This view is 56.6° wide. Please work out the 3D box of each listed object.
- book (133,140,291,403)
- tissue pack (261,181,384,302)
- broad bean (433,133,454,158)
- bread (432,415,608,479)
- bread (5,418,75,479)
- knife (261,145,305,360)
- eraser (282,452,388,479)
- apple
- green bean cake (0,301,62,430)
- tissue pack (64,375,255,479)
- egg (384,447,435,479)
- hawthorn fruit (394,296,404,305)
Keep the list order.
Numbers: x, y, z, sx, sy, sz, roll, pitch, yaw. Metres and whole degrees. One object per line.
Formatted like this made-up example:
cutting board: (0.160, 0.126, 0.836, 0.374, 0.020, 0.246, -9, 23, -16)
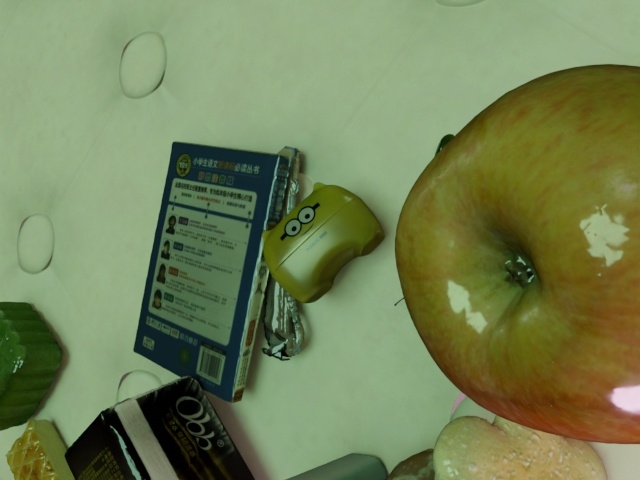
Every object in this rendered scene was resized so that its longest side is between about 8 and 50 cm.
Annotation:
book: (-0.210, 0.040, 1.082, 0.300, 0.039, 0.428, 14, 94, 39)
tissue pack: (0.000, 0.000, 0.918, 0.178, 0.123, 0.127, -42, 75, 5)
broad bean: (0.187, -0.054, 0.869, 0.061, 0.046, 0.195, -13, 83, 17)
bread: (0.237, 0.345, 0.684, 0.054, 0.316, 0.316, 146, 116, -64)
bread: (-0.591, 0.493, 1.268, 0.188, 0.068, 0.125, 48, 109, 25)
knife: (-0.058, 0.018, 1.014, 0.089, 0.043, 0.365, -3, 82, 31)
eraser: (0.000, 0.408, 0.798, 0.104, 0.290, 0.189, 1, 83, 31)
apple: (0.267, 0.016, 0.602, 0.391, 0.346, 0.391, 3, 93, 56)
green bean cake: (-0.700, 0.282, 1.324, 0.222, 0.125, 0.248, 39, 103, 29)
tissue pack: (-0.228, 0.438, 0.959, 0.210, 0.198, 0.370, -43, 72, 28)
egg: (0.151, 0.392, 0.768, 0.195, 0.195, 0.233, 2, 74, 31)
hawthorn fruit: (0.141, 0.066, 0.876, 0.103, 0.066, 0.067, -47, 65, 21)
